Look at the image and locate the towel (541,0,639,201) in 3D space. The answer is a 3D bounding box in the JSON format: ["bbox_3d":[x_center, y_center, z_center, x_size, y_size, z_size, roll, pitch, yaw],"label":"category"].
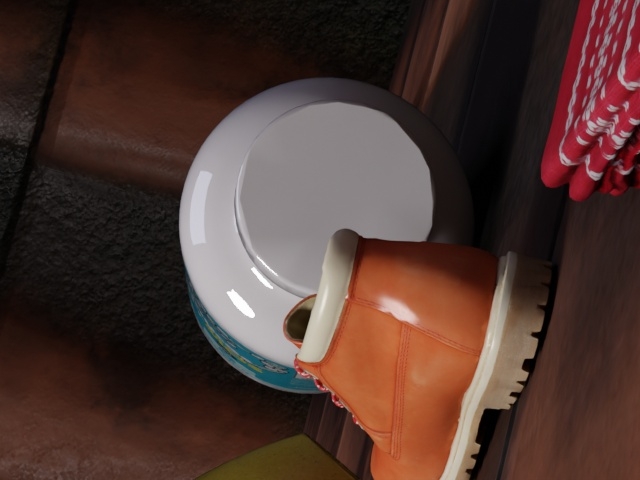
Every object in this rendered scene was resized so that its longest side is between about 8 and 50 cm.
[{"bbox_3d":[0.103,-0.128,0.356,0.275,0.031,0.199,110,174,-77],"label":"towel"}]

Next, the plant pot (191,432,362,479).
[{"bbox_3d":[-0.012,0.140,0.758,0.095,0.134,0.134,-49,0,-3],"label":"plant pot"}]

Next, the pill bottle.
[{"bbox_3d":[0.000,0.000,0.924,0.264,0.146,0.146,109,175,-80],"label":"pill bottle"}]

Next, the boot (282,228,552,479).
[{"bbox_3d":[0.026,0.047,0.649,0.158,0.084,0.059,103,179,-55],"label":"boot"}]
